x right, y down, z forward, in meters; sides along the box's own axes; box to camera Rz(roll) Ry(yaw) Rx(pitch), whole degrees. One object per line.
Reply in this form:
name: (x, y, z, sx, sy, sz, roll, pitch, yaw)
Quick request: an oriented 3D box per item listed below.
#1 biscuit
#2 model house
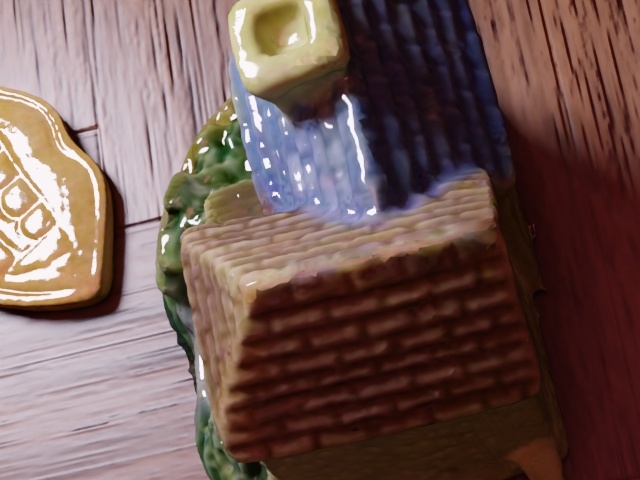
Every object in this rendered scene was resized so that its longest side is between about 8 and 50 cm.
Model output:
biscuit: (-0.230, -0.030, 1.202, 0.142, 0.029, 0.221, -37, 66, 1)
model house: (0.000, 0.000, 1.004, 0.261, 0.266, 0.321, -14, 68, 6)
